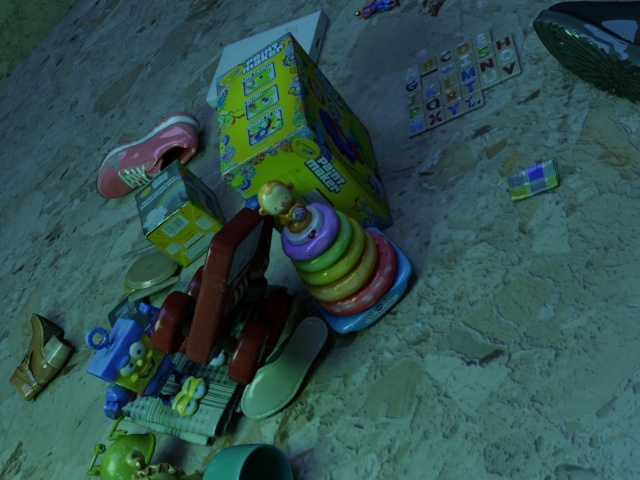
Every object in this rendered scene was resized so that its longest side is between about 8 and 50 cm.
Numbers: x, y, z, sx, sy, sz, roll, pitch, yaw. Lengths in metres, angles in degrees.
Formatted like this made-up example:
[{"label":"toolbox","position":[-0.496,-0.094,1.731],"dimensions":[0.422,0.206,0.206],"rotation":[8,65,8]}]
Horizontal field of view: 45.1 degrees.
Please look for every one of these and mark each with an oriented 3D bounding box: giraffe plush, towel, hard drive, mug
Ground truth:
[{"label":"giraffe plush","position":[-0.241,0.420,1.197],"dimensions":[0.181,0.170,0.210],"rotation":[2,59,41]},{"label":"towel","position":[-0.226,0.218,1.452],"dimensions":[0.324,0.056,0.312],"rotation":[-1,55,42]},{"label":"hard drive","position":[-0.402,0.173,1.642],"dimensions":[0.094,0.022,0.135],"rotation":[-42,41,3]},{"label":"mug","position":[-0.120,0.386,1.157],"dimensions":[0.097,0.129,0.158],"rotation":[-12,51,36]},{"label":"towel","position":[0.346,-0.098,1.258],"dimensions":[0.083,0.009,0.060],"rotation":[-18,47,28]},{"label":"hard drive","position":[-0.133,-0.448,1.910],"dimensions":[0.307,0.040,0.203],"rotation":[-11,52,34]}]

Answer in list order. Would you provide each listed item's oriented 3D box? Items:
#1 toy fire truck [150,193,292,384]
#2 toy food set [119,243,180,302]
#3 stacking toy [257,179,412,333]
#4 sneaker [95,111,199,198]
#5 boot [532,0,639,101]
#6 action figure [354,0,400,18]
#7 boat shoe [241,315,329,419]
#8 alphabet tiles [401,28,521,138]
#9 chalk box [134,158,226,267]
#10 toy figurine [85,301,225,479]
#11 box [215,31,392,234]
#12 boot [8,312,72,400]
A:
[{"label":"toy fire truck","position":[-0.133,0.062,1.234],"dimensions":[0.302,0.169,0.254],"rotation":[-55,-16,-67]},{"label":"toy food set","position":[-0.367,0.073,1.674],"dimensions":[0.132,0.039,0.192],"rotation":[-23,34,-7]},{"label":"stacking toy","position":[0.000,0.000,1.240],"dimensions":[0.175,0.302,0.166],"rotation":[-42,41,3]},{"label":"sneaker","position":[-0.427,-0.189,1.886],"dimensions":[0.313,0.116,0.136],"rotation":[-34,44,12]},{"label":"boot","position":[0.609,-0.420,1.197],"dimensions":[0.445,0.146,0.367],"rotation":[-49,49,0]},{"label":"action figure","position":[0.129,-0.542,1.782],"dimensions":[0.115,0.030,0.038],"rotation":[-14,55,33]},{"label":"boat shoe","position":[-0.057,0.216,1.312],"dimensions":[0.206,0.075,0.065],"rotation":[-53,-3,1]},{"label":"alphabet tiles","position":[0.269,-0.314,1.497],"dimensions":[0.237,0.009,0.198],"rotation":[-22,46,25]},{"label":"chalk box","position":[-0.309,-0.072,1.684],"dimensions":[0.132,0.132,0.213],"rotation":[-38,41,10]},{"label":"toy figurine","position":[-0.344,0.232,1.323],"dimensions":[0.191,0.217,0.363],"rotation":[10,62,45]},{"label":"box","position":[-0.034,-0.165,1.410],"dimensions":[0.177,0.290,0.279],"rotation":[-28,45,18]},{"label":"boot","position":[-0.649,0.258,1.741],"dimensions":[0.152,0.073,0.197],"rotation":[-54,39,-3]}]
